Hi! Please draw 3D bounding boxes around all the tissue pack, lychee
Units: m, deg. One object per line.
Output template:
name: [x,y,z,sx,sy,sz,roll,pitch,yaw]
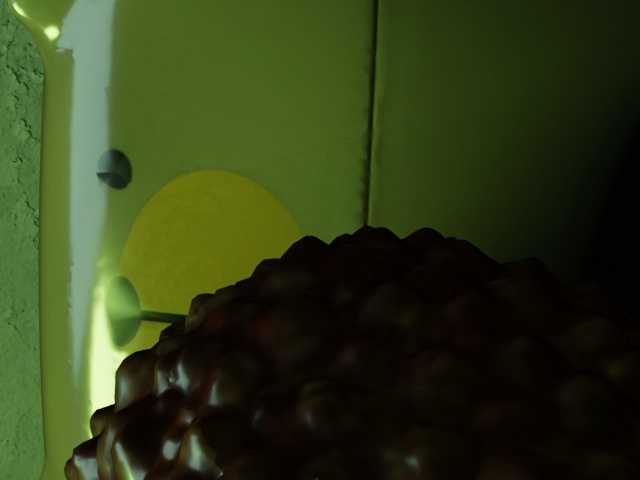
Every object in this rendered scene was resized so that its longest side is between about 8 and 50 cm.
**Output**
tissue pack: [0.000,0.000,0.682,0.267,0.276,0.387,-106,19,-73]
lychee: [0.045,0.139,0.456,0.264,0.300,0.264,-39,21,18]
